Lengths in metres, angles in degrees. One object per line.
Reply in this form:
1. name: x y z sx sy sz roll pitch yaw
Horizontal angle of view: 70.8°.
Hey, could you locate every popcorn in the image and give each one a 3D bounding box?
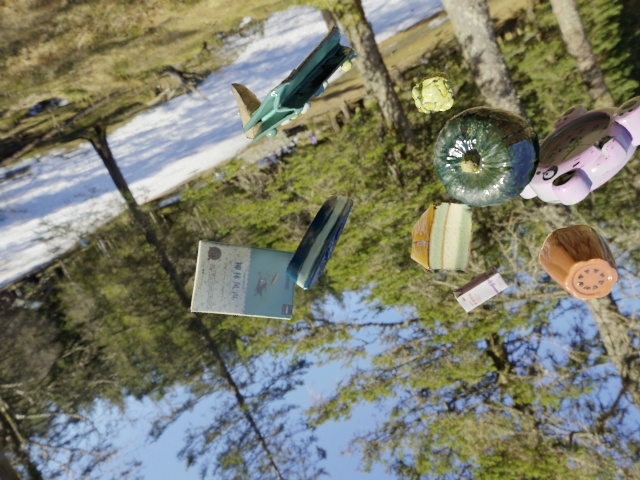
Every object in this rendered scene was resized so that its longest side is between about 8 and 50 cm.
1. popcorn: 0.386 -0.509 1.540 0.162 0.142 0.136 9 139 -13

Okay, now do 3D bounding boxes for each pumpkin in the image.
1. pumpkin: 0.333 -0.169 0.920 0.211 0.212 0.152 -21 -162 40

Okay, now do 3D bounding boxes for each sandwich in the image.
1. sandwich: 0.412 -0.029 1.562 0.155 0.228 0.198 2 -168 -9

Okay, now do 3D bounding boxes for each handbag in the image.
1. handbag: -0.051 -0.369 1.113 0.269 0.100 0.274 -54 -162 -23

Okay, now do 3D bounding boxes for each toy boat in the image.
1. toy boat: 0.000 0.000 0.940 0.299 0.061 0.096 -61 172 -52

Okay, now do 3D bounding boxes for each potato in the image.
1. potato: -0.197 -0.399 1.370 0.089 0.172 0.100 -25 -148 -21

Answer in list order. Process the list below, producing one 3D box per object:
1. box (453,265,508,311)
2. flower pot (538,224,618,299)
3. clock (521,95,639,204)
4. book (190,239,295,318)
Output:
1. box: 0.381 0.117 1.072 0.117 0.051 0.036 -38 -164 16
2. flower pot: 0.743 0.071 1.278 0.190 0.191 0.173 -24 -163 19
3. clock: 0.553 -0.187 0.967 0.248 0.090 0.227 -46 -164 0
4. book: -0.277 0.151 1.692 0.378 0.265 0.031 7 176 -15
